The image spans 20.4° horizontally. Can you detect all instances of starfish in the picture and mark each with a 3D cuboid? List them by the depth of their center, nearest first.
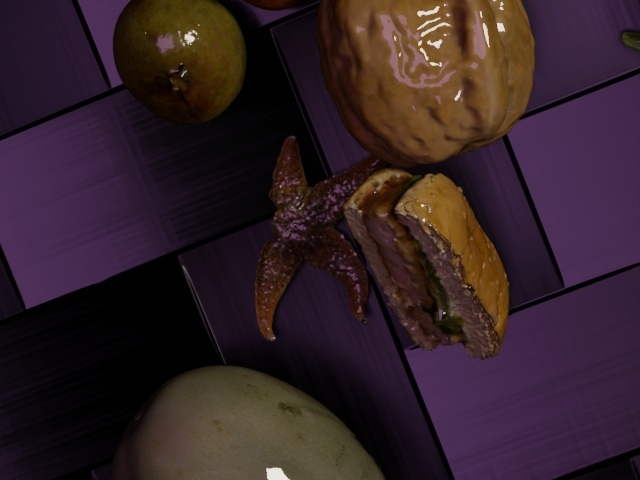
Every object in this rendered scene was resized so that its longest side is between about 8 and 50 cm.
[{"bbox_3d":[0.002,0.000,2.006,0.138,0.050,0.247,10,106,7],"label":"starfish"}]

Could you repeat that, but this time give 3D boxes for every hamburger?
[{"bbox_3d":[0.133,0.017,1.921,0.124,0.131,0.262,8,142,33],"label":"hamburger"}]

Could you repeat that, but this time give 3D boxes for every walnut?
[{"bbox_3d":[0.111,-0.210,1.871,0.224,0.257,0.257,-19,95,-22],"label":"walnut"}]

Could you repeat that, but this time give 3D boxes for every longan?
[{"bbox_3d":[-0.154,-0.199,1.939,0.154,0.176,0.145,24,121,-21],"label":"longan"}]

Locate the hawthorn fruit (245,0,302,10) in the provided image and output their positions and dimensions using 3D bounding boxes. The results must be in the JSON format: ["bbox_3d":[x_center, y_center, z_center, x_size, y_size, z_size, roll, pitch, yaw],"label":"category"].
[{"bbox_3d":[-0.113,-0.324,1.876,0.285,0.165,0.165,-5,99,-34],"label":"hawthorn fruit"}]

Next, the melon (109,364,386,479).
[{"bbox_3d":[-0.071,0.292,1.943,0.330,0.268,0.268,37,102,-10],"label":"melon"}]

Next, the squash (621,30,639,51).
[{"bbox_3d":[0.369,-0.206,1.930,0.089,0.027,0.027,30,101,7],"label":"squash"}]
